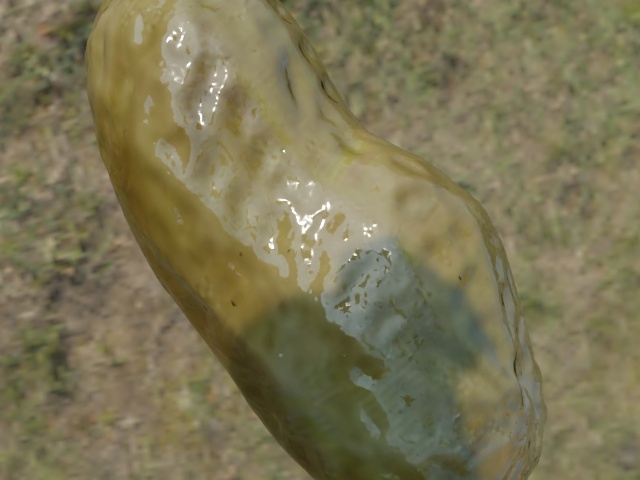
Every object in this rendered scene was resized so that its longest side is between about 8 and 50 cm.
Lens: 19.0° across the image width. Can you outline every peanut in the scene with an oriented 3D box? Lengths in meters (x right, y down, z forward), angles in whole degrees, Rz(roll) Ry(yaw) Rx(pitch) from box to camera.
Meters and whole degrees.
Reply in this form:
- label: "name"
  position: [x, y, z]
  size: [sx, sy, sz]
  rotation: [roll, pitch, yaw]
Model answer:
- label: "peanut"
  position: [0.000, 0.000, 0.664]
  size: [0.226, 0.108, 0.095]
  rotation: [53, 30, 1]
